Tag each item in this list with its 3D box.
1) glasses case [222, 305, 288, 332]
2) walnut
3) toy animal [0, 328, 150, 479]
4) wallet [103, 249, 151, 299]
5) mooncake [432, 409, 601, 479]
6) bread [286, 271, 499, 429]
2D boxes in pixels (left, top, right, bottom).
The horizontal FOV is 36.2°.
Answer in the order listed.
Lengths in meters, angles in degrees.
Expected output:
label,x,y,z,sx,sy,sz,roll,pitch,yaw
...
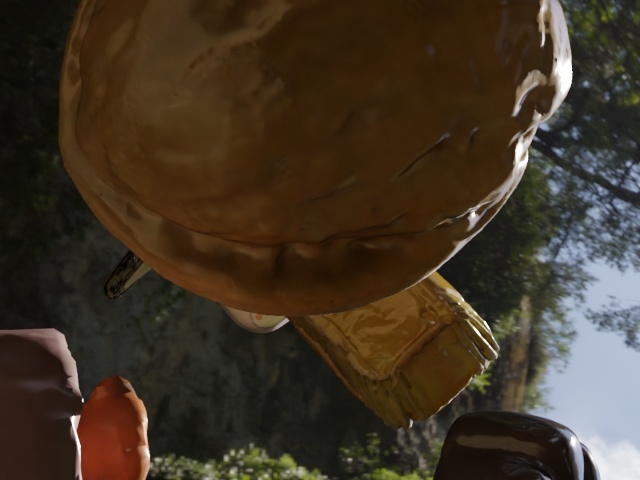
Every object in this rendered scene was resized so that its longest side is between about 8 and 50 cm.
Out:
label,x,y,z,sx,sy,sz,roll,pitch,yaw
glasses case,0.000,0.000,1.232,0.297,0.075,0.113,-37,-102,-14
walnut,-0.010,-0.084,0.508,0.257,0.224,0.256,2,-103,-10
toy animal,-0.211,0.116,0.423,0.195,0.281,0.169,-110,-160,-49
wallet,-0.250,0.013,1.455,0.031,0.198,0.110,40,-68,-1
mooncake,0.187,0.282,0.939,0.133,0.245,0.244,-2,-102,32
bread,0.044,0.057,1.030,0.152,0.119,0.288,-40,-125,-8
